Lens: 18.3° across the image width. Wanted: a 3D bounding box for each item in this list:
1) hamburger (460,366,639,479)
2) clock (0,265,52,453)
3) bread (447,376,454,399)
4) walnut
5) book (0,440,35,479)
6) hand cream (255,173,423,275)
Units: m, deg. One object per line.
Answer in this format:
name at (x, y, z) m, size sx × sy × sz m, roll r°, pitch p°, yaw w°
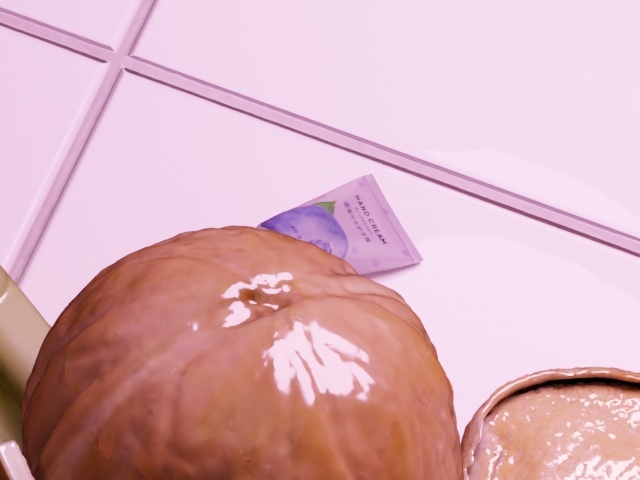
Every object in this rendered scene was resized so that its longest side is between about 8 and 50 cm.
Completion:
hamburger at (0.207, 0.200, 1.358) m, size 0.286 × 0.146 × 0.243 m, roll -28°, pitch 63°, yaw -10°
clock at (-0.338, 0.103, 1.337) m, size 0.308 × 0.096 × 0.235 m, roll -31°, pitch 71°, yaw -35°
bread at (0.061, 0.132, 1.431) m, size 0.049 × 0.103 × 0.062 m, roll 23°, pitch 107°, yaw 18°
walnut at (-0.054, 0.152, 1.258) m, size 0.333 × 0.333 × 0.332 m, roll 2°, pitch 64°, yaw -4°
book at (-0.240, 0.266, 1.205) m, size 0.020 × 0.295 × 0.208 m, roll -19°, pitch 80°, yaw -56°
hand cream at (0.000, 0.000, 1.489) m, size 0.142 × 0.053 × 0.084 m, roll -19°, pitch 66°, yaw -25°
